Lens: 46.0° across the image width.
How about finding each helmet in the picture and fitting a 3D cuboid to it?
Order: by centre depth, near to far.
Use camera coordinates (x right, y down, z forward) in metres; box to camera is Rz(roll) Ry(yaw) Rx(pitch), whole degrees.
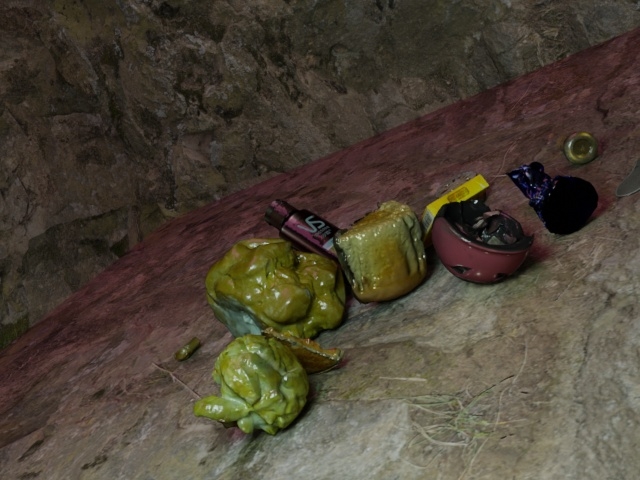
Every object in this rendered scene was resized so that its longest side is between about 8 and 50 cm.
[{"bbox_3d":[0.317,0.015,1.531,0.198,0.154,0.253,12,29,-1],"label":"helmet"}]

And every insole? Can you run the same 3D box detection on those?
[{"bbox_3d":[0.717,-0.151,1.689,0.080,0.003,0.232,-13,20,43],"label":"insole"}]

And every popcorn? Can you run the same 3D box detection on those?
[{"bbox_3d":[-0.129,0.269,1.372,0.212,0.198,0.198,-41,19,-21],"label":"popcorn"}]

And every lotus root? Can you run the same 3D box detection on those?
[{"bbox_3d":[0.381,-0.125,2.039,0.122,0.081,0.112,-13,22,43],"label":"lotus root"}]

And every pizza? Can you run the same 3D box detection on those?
[{"bbox_3d":[-0.068,0.218,1.483,0.185,0.176,0.036,-27,38,37],"label":"pizza"}]

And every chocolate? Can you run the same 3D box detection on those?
[{"bbox_3d":[0.509,-0.103,1.694,0.148,0.126,0.343,12,13,-4],"label":"chocolate"}]

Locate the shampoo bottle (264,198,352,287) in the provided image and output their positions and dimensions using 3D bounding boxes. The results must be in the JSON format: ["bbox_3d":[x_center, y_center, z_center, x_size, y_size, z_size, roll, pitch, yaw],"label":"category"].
[{"bbox_3d":[0.000,0.000,1.895,0.323,0.084,0.129,34,49,26],"label":"shampoo bottle"}]

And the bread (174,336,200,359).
[{"bbox_3d":[-0.349,0.287,1.988,0.049,0.033,0.088,-35,4,31],"label":"bread"}]

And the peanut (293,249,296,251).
[{"bbox_3d":[-0.051,0.083,1.981,0.313,0.149,0.149,-36,17,-21],"label":"peanut"}]

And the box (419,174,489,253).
[{"bbox_3d":[0.291,-0.049,1.752,0.152,0.043,0.269,-29,-16,-14],"label":"box"}]

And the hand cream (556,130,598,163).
[{"bbox_3d":[0.668,-0.251,2.002,0.084,0.084,0.203,-25,7,8],"label":"hand cream"}]

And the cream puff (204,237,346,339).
[{"bbox_3d":[-0.105,0.100,1.746,0.323,0.274,0.270,-5,34,51],"label":"cream puff"}]

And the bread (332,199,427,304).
[{"bbox_3d":[0.156,0.031,1.688,0.163,0.204,0.262,-3,22,33],"label":"bread"}]
